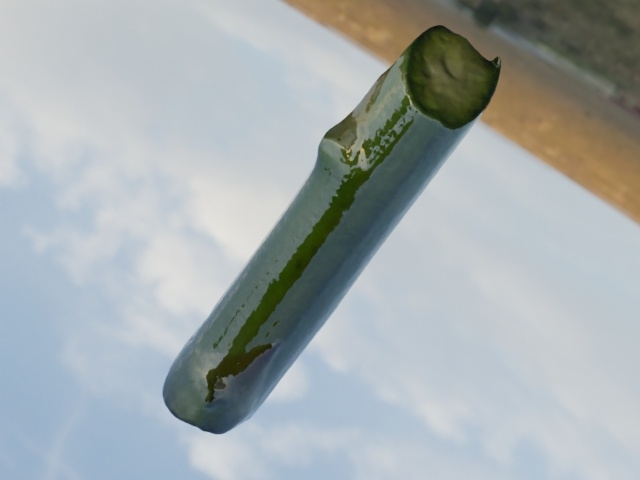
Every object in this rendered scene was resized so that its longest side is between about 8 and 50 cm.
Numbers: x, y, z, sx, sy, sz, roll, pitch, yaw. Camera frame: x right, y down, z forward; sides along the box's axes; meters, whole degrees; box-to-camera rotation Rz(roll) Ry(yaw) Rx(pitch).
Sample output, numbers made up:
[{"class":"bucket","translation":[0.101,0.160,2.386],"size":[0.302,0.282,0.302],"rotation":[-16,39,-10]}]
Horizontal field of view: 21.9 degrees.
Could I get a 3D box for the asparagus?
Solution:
[{"class":"asparagus","translation":[0.001,0.001,0.916],"size":[0.067,0.278,0.060],"rotation":[13,-146,-37]}]
